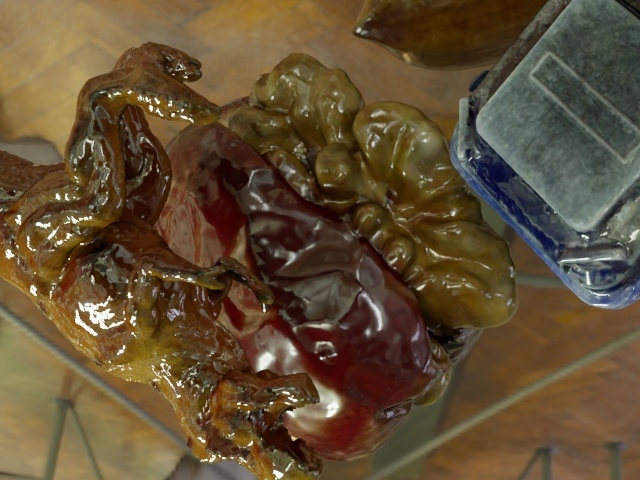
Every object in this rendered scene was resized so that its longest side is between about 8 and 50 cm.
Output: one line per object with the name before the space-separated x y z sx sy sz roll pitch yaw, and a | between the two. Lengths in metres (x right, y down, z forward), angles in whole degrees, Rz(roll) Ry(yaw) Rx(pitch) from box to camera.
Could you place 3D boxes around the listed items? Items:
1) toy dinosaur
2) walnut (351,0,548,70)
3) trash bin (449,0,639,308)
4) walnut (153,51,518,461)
toy dinosaur | -0.145 -0.026 0.630 0.432 0.208 0.097 29 -173 24
walnut | 0.120 -0.185 0.777 0.207 0.116 0.116 -18 146 13
trash bin | 0.214 -0.056 0.634 0.234 0.162 0.184 18 118 -49
walnut | 0.000 0.000 0.734 0.269 0.221 0.244 44 142 17
